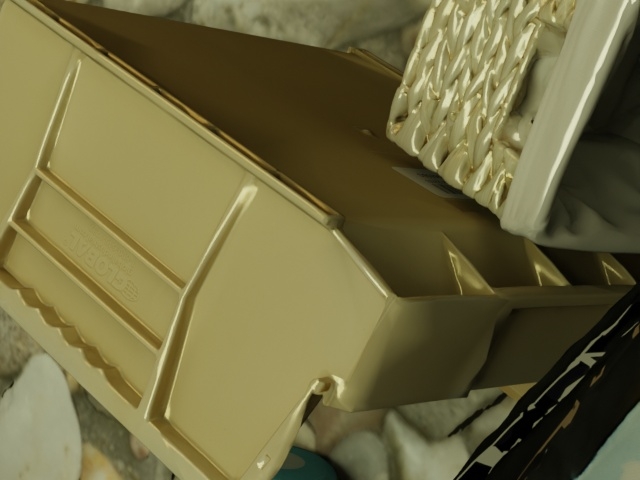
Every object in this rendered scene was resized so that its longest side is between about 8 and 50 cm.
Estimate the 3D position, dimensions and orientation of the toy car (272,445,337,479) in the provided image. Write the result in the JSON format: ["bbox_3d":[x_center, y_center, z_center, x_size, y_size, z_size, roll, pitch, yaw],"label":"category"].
[{"bbox_3d":[-0.057,0.244,0.701,0.210,0.238,0.219,18,102,40],"label":"toy car"}]

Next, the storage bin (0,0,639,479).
[{"bbox_3d":[0.000,0.000,0.633,0.260,0.262,0.123,37,112,35],"label":"storage bin"}]

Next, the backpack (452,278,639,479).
[{"bbox_3d":[0.215,0.056,0.459,0.273,0.290,0.355,37,107,25],"label":"backpack"}]

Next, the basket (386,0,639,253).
[{"bbox_3d":[0.125,-0.066,0.588,0.103,0.167,0.113,36,114,40],"label":"basket"}]
